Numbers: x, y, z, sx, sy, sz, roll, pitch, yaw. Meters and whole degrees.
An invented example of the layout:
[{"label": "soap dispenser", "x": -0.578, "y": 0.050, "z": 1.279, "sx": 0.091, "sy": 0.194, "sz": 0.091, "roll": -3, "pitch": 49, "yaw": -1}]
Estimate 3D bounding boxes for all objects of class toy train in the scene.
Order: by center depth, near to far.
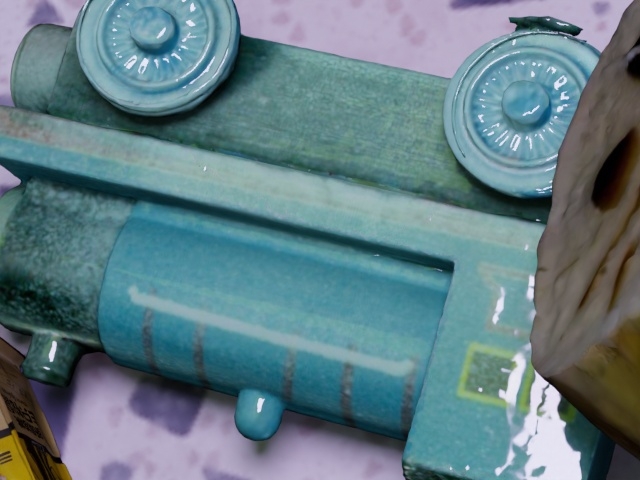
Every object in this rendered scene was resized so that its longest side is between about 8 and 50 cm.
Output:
[{"label": "toy train", "x": 0.000, "y": 0.000, "z": 0.755, "sx": 0.298, "sy": 0.120, "sz": 0.194, "roll": 13, "pitch": 80, "yaw": 14}]

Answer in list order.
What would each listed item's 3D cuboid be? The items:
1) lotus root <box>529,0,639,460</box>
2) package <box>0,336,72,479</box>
[{"label": "lotus root", "x": 0.256, "y": 0.032, "z": 0.608, "sx": 0.346, "sy": 0.250, "sz": 0.250, "roll": 36, "pitch": 80, "yaw": -13}, {"label": "package", "x": -0.129, "y": 0.101, "z": 0.767, "sx": 0.047, "sy": 0.071, "sz": 0.131, "roll": -28, "pitch": 70, "yaw": -1}]
